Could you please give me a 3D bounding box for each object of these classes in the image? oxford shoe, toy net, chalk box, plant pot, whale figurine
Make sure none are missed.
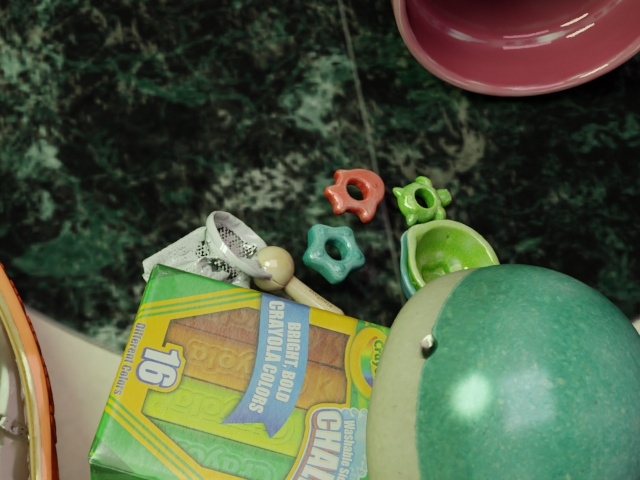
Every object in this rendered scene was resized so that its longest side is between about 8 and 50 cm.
[{"bbox_3d":[-0.200,0.121,0.985,0.098,0.097,0.271,-14,66,-10],"label":"oxford shoe"},{"bbox_3d":[0.000,0.000,1.071,0.232,0.045,0.122,0,63,-26],"label":"toy net"},{"bbox_3d":[-0.016,0.122,0.986,0.213,0.132,0.132,14,61,1],"label":"chalk box"},{"bbox_3d":[0.137,-0.230,1.172,0.201,0.201,0.180,-2,47,-8],"label":"plant pot"},{"bbox_3d":[0.140,0.127,0.937,0.141,0.272,0.216,-6,52,36],"label":"whale figurine"}]
